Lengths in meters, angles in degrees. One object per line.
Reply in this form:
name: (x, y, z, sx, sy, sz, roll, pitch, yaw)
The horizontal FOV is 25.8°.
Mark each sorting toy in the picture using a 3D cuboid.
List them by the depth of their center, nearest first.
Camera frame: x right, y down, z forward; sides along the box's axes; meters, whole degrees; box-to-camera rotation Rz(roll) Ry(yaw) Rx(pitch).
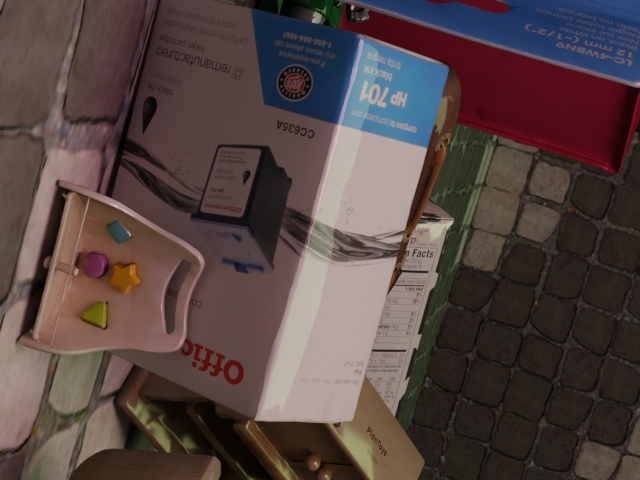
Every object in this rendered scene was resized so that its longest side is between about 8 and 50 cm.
sorting toy: (-0.096, 0.020, 0.680, 0.045, 0.075, 0.083, -25, 132, -75)

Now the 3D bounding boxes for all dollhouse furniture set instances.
dollhouse furniture set: (-0.070, 0.189, 0.791, 0.212, 0.161, 0.242, 57, 47, -33)

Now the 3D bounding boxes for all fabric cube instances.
fabric cube: (0.172, -0.253, 1.098, 0.254, 0.259, 0.258, 91, 20, -59)

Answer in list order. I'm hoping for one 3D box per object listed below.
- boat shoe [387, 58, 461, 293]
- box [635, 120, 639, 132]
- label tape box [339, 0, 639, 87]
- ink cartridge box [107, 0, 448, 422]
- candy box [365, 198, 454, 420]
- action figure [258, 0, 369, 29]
boat shoe: (0.005, 0.017, 0.896, 0.123, 0.123, 0.342, -20, 145, -32)
box: (0.328, -0.289, 1.452, 0.212, 0.395, 0.293, -54, 160, -61)
label tape box: (0.114, -0.255, 0.828, 0.348, 0.249, 0.115, -61, 165, -47)
ink cartridge box: (-0.032, -0.018, 0.715, 0.082, 0.139, 0.191, 11, 96, -52)
candy box: (0.007, 0.055, 1.058, 0.159, 0.071, 0.233, 45, -54, 55)
action figure: (-0.001, -0.167, 0.916, 0.137, 0.063, 0.232, 34, 70, -76)
